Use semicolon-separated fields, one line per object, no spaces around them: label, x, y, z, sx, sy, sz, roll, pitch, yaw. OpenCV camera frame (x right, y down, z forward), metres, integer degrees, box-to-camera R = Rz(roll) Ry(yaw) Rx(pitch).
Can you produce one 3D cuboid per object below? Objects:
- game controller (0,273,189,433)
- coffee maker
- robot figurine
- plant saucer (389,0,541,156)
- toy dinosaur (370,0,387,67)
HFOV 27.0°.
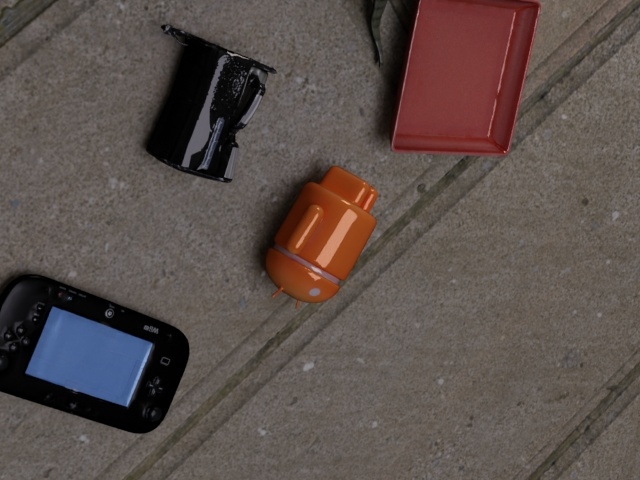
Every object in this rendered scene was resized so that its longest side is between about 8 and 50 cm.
game controller;-0.329;0.162;1.876;0.319;0.067;0.166;25;93;-39
coffee maker;-0.171;-0.185;1.834;0.171;0.120;0.178;21;95;-14
robot figurine;0.001;0.001;2.000;0.128;0.158;0.219;30;89;-16
plant saucer;0.217;-0.264;2.087;0.259;0.048;0.258;-1;108;-38
toy dinosaur;0.103;-0.386;1.945;0.268;0.064;0.118;88;26;-54
